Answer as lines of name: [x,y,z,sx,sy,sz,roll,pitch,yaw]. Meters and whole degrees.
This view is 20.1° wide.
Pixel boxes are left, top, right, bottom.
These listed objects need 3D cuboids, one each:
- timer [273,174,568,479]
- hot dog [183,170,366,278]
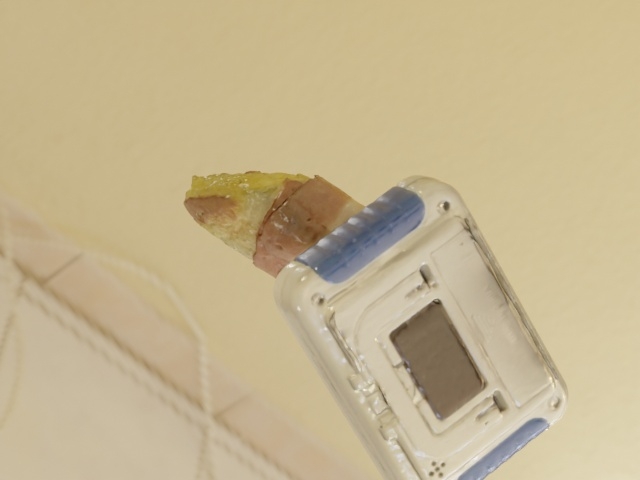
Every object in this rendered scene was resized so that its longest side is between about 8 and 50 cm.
timer: [0.091,0.089,1.506,0.253,0.178,0.078,58,-15,-22]
hot dog: [0.001,-0.003,1.662,0.261,0.123,0.093,34,62,1]
